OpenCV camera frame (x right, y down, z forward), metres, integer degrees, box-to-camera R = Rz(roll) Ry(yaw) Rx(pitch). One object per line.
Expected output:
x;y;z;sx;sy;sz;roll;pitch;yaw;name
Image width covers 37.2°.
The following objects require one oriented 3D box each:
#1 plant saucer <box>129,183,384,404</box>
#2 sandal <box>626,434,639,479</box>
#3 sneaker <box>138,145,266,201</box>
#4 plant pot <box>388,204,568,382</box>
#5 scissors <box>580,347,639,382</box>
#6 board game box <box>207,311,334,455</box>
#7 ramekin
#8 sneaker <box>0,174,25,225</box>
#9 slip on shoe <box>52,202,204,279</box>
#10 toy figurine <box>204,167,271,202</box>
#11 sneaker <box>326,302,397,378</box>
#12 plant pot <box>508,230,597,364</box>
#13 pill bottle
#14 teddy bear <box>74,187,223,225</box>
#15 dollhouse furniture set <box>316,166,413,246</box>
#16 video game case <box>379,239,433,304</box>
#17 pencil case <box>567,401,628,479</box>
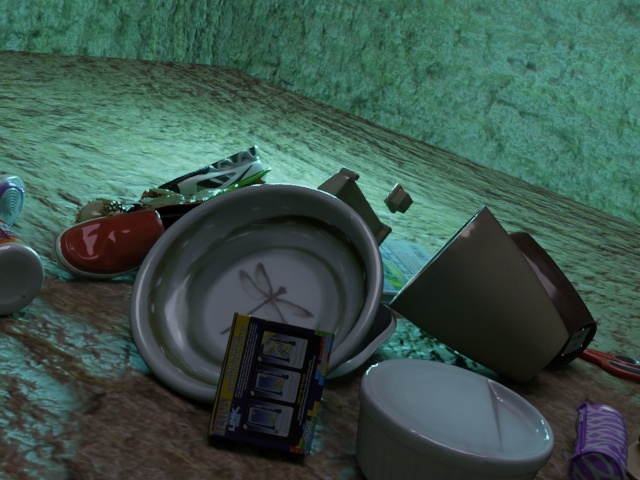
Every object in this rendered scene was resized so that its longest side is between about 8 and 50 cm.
-0.094;0.093;1.485;0.400;0.101;0.401;-7;52;9;plant saucer
0.567;0.328;1.571;0.088;0.079;0.240;26;20;31;sandal
-0.253;-0.096;2.146;0.330;0.146;0.122;-25;9;-30;sneaker
0.311;0.120;1.740;0.274;0.256;0.256;44;22;5;plant pot
0.532;0.227;1.951;0.297;0.021;0.109;18;19;5;scissors
-0.067;0.195;1.298;0.141;0.170;0.048;13;-5;-6;board game box
0.173;0.280;1.308;0.272;0.127;0.273;13;17;-4;ramekin
-0.658;-0.074;1.729;0.152;0.114;0.305;21;18;15;sneaker
-0.325;-0.011;1.738;0.331;0.101;0.123;-10;65;-33;slip on shoe
-0.133;-0.040;1.876;0.130;0.159;0.173;-21;8;33;toy figurine
0.048;0.117;1.643;0.104;0.147;0.296;-18;8;22;sneaker
0.427;0.134;1.893;0.215;0.215;0.230;-2;36;-44;plant pot
-0.540;0.021;1.523;0.121;0.121;0.221;0;23;-41;pill bottle
-0.325;-0.029;1.924;0.245;0.113;0.338;22;25;39;teddy bear
-0.035;-0.058;1.785;0.173;0.355;0.303;30;-16;37;dollhouse furniture set
0.140;0.065;2.091;0.299;0.036;0.329;7;20;-19;video game case
0.428;0.319;1.466;0.088;0.086;0.206;51;20;1;pencil case
